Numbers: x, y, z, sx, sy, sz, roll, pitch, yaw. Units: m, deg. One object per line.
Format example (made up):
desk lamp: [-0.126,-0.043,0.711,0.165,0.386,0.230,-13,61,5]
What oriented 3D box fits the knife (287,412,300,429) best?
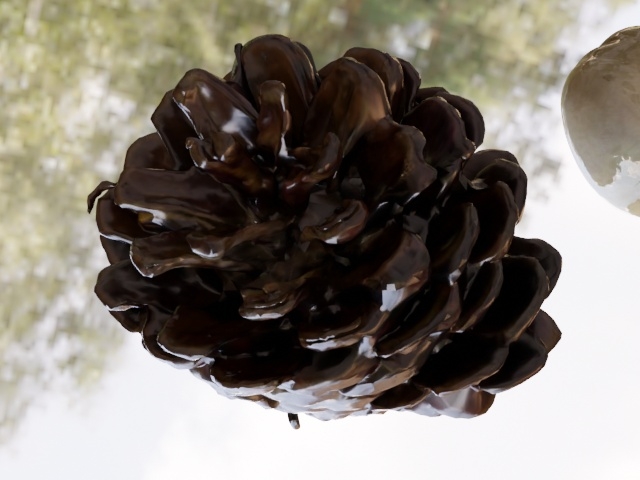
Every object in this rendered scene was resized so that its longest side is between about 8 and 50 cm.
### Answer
knife: [-0.038,0.069,1.549,0.010,0.170,0.023,-13,-178,0]

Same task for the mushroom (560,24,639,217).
mushroom: [0.246,-0.089,1.446,0.154,0.154,0.122,-2,176,-25]

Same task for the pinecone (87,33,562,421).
pinecone: [0.000,-0.007,1.256,0.298,0.242,0.296,11,171,26]
